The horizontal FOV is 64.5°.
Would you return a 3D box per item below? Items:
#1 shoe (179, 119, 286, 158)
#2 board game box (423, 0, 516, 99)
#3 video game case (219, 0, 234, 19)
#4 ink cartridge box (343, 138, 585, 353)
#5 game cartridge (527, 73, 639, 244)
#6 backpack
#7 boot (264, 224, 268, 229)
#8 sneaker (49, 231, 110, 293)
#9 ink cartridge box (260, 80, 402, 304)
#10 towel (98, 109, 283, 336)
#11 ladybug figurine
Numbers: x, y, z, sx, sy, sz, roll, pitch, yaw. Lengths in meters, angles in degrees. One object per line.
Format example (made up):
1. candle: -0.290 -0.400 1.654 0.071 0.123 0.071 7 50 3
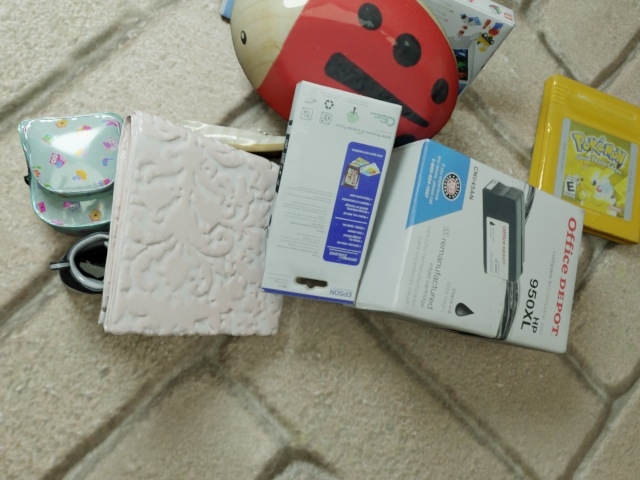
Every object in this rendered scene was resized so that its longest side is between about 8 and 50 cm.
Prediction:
1. shoe: -0.145 -0.182 0.909 0.219 0.076 0.058 0 89 -14
2. board game box: 0.181 -0.399 0.964 0.306 0.193 0.053 16 54 -14
3. video game case: -0.061 -0.481 0.935 0.194 0.023 0.212 21 114 -13
4. ink cartridge box: 0.270 0.026 0.920 0.395 0.166 0.285 17 81 -26
5. game cartridge: 0.608 -0.178 1.135 0.286 0.053 0.323 15 81 -14
6. backpack: -0.377 -0.103 0.803 0.166 0.144 0.188 -10 90 -22
7. boot: 0.000 0.000 0.912 0.198 0.077 0.137 45 60 -10
8. sneaker: -0.280 0.037 0.807 0.269 0.153 0.101 -5 86 -16
9. ink cartridge box: 0.009 -0.069 0.816 0.166 0.065 0.332 11 100 -15
10. towel: -0.177 -0.005 0.814 0.332 0.054 0.316 15 79 -49
11. ladybug figurine: 0.058 -0.298 0.874 0.450 0.161 0.305 23 118 -17
